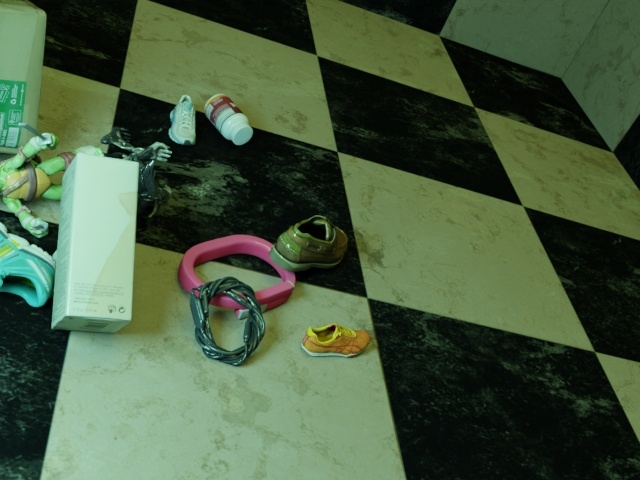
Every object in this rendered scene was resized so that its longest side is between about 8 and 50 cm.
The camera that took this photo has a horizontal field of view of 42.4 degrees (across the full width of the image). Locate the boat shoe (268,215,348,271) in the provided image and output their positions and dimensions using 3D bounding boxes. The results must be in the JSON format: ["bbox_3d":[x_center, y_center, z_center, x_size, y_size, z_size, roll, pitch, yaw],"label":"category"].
[{"bbox_3d":[0.000,0.000,1.976,0.110,0.104,0.307,40,23,14],"label":"boat shoe"}]

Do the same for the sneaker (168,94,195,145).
[{"bbox_3d":[-0.371,-0.332,2.243,0.071,0.083,0.191,10,38,-26],"label":"sneaker"}]

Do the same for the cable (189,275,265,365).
[{"bbox_3d":[-0.185,0.166,1.679,0.150,0.047,0.185,-7,67,-33],"label":"cable"}]

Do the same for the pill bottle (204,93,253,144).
[{"bbox_3d":[-0.257,-0.339,2.325,0.086,0.086,0.152,-9,48,-42],"label":"pill bottle"}]

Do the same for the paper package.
[{"bbox_3d":[-0.730,-0.379,1.791,0.168,0.325,0.309,-2,25,-37],"label":"paper package"}]

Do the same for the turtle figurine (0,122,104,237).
[{"bbox_3d":[-0.558,-0.116,1.723,0.266,0.274,0.198,-16,86,-51],"label":"turtle figurine"}]

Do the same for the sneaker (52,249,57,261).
[{"bbox_3d":[-0.457,-0.029,1.731,0.099,0.121,0.262,27,33,0],"label":"sneaker"}]

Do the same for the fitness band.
[{"bbox_3d":[-0.180,0.073,1.840,0.290,0.054,0.209,-15,51,-47],"label":"fitness band"}]

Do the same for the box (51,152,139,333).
[{"bbox_3d":[-0.423,0.008,1.552,0.121,0.148,0.311,8,72,-26],"label":"box"}]

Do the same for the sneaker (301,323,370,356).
[{"bbox_3d":[0.043,0.213,1.785,0.175,0.067,0.064,-1,40,-37],"label":"sneaker"}]

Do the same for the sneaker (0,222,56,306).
[{"bbox_3d":[-0.606,0.032,1.514,0.275,0.107,0.110,32,37,-34],"label":"sneaker"}]

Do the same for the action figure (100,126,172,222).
[{"bbox_3d":[-0.408,-0.156,1.909,0.140,0.164,0.276,-12,43,-37],"label":"action figure"}]
